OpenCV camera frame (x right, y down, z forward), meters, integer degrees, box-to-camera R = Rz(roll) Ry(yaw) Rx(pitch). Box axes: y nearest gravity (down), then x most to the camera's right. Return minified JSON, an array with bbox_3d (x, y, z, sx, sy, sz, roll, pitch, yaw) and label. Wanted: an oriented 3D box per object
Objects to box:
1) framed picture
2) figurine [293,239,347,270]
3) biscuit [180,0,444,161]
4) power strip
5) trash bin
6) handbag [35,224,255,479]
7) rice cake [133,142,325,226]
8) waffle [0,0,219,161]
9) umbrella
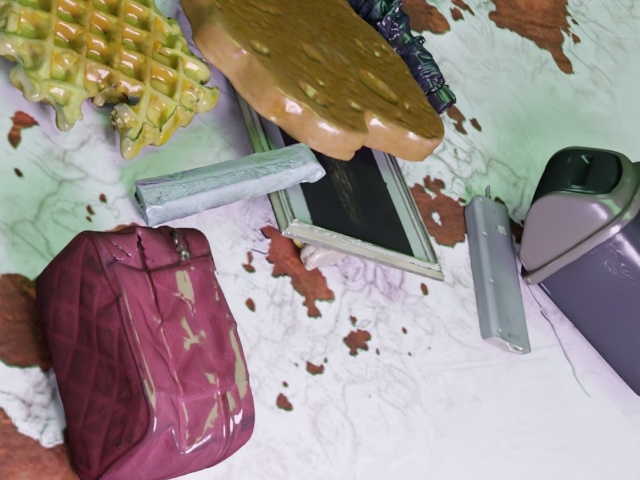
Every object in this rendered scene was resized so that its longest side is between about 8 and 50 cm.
[{"bbox_3d":[0.014,-0.088,1.657,0.231,0.018,0.293,16,38,-35],"label":"framed picture"},{"bbox_3d":[0.000,0.000,1.597,0.050,0.047,0.083,46,34,20],"label":"figurine"},{"bbox_3d":[-0.017,-0.211,1.706,0.351,0.057,0.312,46,32,10],"label":"biscuit"},{"bbox_3d":[0.213,0.034,1.784,0.060,0.027,0.252,22,46,-29],"label":"power strip"},{"bbox_3d":[0.369,0.030,1.817,0.290,0.182,0.209,50,27,-8],"label":"trash bin"},{"bbox_3d":[-0.151,0.098,1.285,0.135,0.146,0.225,0,60,-38],"label":"handbag"},{"bbox_3d":[-0.092,-0.061,1.506,0.211,0.034,0.043,-16,55,-27],"label":"rice cake"},{"bbox_3d":[-0.233,-0.203,1.526,0.250,0.056,0.261,52,40,4],"label":"waffle"},{"bbox_3d":[0.099,-0.259,1.887,0.080,0.071,0.224,-32,88,-24],"label":"umbrella"}]
